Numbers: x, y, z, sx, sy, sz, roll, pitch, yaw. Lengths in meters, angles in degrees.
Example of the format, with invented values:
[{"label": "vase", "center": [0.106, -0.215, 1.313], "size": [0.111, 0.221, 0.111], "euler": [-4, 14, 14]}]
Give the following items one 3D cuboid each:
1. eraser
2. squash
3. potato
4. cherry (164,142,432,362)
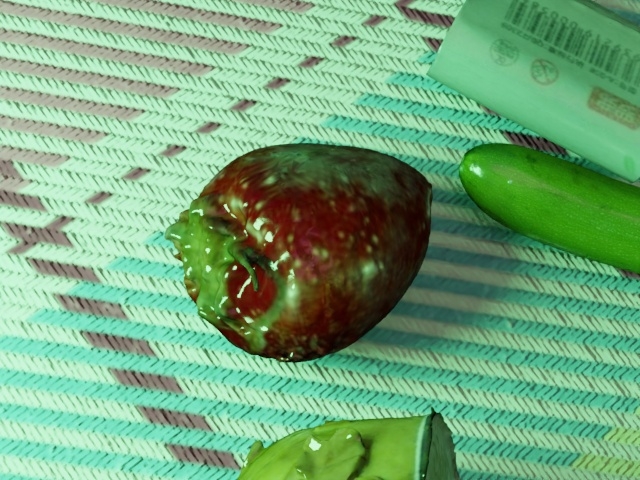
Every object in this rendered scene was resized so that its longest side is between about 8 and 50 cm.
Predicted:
[{"label": "eraser", "center": [0.236, -0.172, 1.215], "size": [0.227, 0.081, 0.174], "euler": [28, 51, 2]}, {"label": "squash", "center": [0.265, -0.021, 1.177], "size": [0.293, 0.082, 0.082], "euler": [19, 69, -5]}, {"label": "potato", "center": [0.016, 0.289, 0.962], "size": [0.196, 0.246, 0.299], "euler": [-8, 76, 15]}, {"label": "cherry", "center": [0.000, 0.000, 1.073], "size": [0.250, 0.192, 0.175], "euler": [-28, 115, -28]}]
